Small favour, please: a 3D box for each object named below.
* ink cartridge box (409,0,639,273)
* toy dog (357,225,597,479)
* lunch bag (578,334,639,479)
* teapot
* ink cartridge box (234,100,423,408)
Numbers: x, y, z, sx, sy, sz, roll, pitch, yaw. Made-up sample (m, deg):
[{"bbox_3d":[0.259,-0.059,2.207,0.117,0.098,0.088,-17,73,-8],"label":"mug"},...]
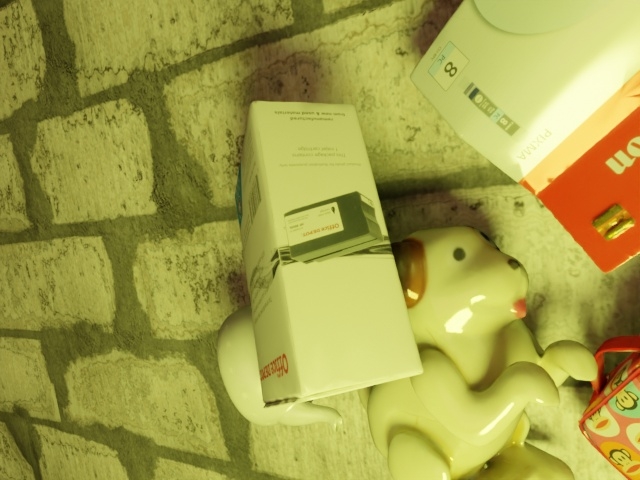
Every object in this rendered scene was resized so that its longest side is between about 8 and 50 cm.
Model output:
[{"bbox_3d":[0.314,-0.201,0.498,0.308,0.091,0.385,-52,53,36],"label":"ink cartridge box"},{"bbox_3d":[0.215,0.178,0.679,0.395,0.284,0.409,20,114,62],"label":"toy dog"},{"bbox_3d":[0.476,0.227,0.539,0.258,0.120,0.293,41,147,29],"label":"lunch bag"},{"bbox_3d":[-0.069,0.218,0.839,0.186,0.252,0.256,-26,101,10],"label":"teapot"},{"bbox_3d":[-0.021,0.036,0.663,0.285,0.166,0.396,126,136,-63],"label":"ink cartridge box"}]
